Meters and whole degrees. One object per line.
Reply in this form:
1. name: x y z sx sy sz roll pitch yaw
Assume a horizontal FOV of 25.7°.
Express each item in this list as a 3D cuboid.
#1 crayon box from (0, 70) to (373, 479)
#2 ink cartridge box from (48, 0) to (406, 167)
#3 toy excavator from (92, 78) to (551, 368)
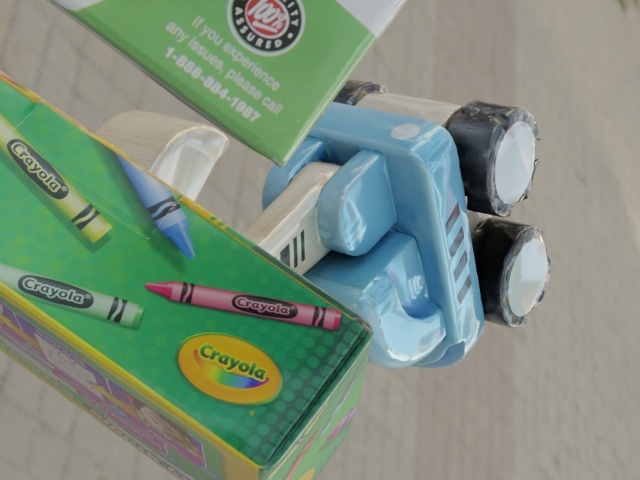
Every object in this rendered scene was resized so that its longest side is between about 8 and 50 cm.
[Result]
1. crayon box: -0.114 0.018 0.659 0.081 0.278 0.165 -53 169 -18
2. ink cartridge box: -0.017 -0.159 0.399 0.160 0.219 0.092 36 1 -35
3. toy excavator: 0.000 0.000 1.268 0.445 0.222 0.433 -47 137 -36
